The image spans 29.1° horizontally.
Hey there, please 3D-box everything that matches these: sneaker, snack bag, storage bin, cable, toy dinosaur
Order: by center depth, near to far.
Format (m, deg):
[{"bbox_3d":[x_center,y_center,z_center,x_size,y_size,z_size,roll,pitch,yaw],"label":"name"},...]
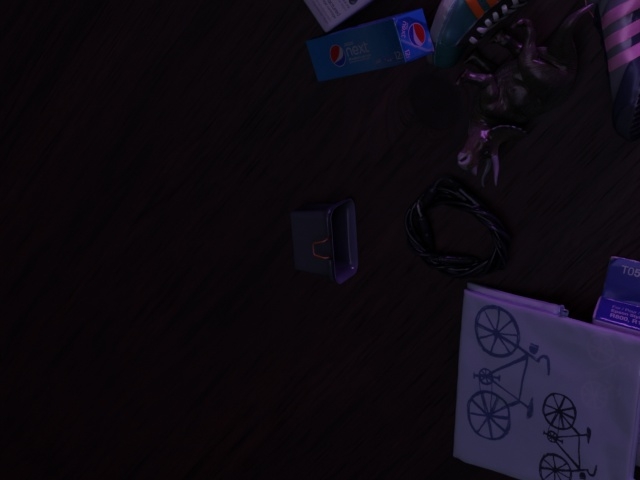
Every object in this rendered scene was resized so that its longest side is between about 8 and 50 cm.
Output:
[{"bbox_3d":[0.449,-0.309,1.811,0.131,0.112,0.319,18,112,32],"label":"sneaker"},{"bbox_3d":[0.266,-0.374,1.838,0.121,0.108,0.302,33,115,11],"label":"sneaker"},{"bbox_3d":[0.311,-0.245,1.882,0.160,0.121,0.313,43,112,-12],"label":"toy dinosaur"},{"bbox_3d":[0.372,0.254,2.009,0.342,0.037,0.323,14,111,34],"label":"snack bag"},{"bbox_3d":[0.224,-0.005,2.016,0.184,0.047,0.150,41,117,2],"label":"cable"},{"bbox_3d":[0.000,0.000,2.079,0.091,0.098,0.135,5,110,29],"label":"storage bin"}]

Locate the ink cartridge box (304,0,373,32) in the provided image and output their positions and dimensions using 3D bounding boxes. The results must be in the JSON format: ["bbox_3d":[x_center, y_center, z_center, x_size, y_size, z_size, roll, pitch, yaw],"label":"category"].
[{"bbox_3d":[0.058,-0.443,1.900,0.208,0.087,0.153,-32,96,25],"label":"ink cartridge box"}]

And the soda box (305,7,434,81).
[{"bbox_3d":[0.074,-0.300,1.906,0.210,0.067,0.071,-3,108,50],"label":"soda box"}]

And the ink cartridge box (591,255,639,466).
[{"bbox_3d":[0.580,0.220,1.956,0.324,0.071,0.330,13,114,16],"label":"ink cartridge box"}]
